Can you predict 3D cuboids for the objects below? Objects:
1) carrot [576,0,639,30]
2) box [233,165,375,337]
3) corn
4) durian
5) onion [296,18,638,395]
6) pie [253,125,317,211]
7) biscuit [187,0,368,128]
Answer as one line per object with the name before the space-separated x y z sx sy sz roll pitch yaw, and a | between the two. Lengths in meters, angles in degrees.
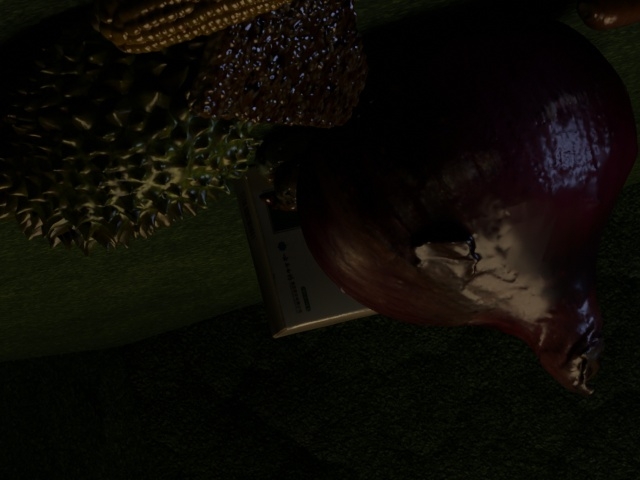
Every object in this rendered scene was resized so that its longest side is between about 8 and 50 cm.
carrot | 0.335 -0.241 1.769 0.216 0.048 0.048 -16 175 -29
box | 0.000 0.000 2.291 0.168 0.212 0.095 -13 172 -16
corn | -0.065 -0.180 1.250 0.207 0.068 0.068 -16 174 16
durian | -0.158 -0.086 1.440 0.237 0.176 0.200 -30 -173 25
onion | 0.171 -0.022 1.781 0.348 0.385 0.348 -31 175 -3
pie | 0.057 -0.102 2.140 0.275 0.105 0.257 -12 -172 -2
biscuit | -0.015 -0.151 1.397 0.026 0.131 0.237 26 -167 26
